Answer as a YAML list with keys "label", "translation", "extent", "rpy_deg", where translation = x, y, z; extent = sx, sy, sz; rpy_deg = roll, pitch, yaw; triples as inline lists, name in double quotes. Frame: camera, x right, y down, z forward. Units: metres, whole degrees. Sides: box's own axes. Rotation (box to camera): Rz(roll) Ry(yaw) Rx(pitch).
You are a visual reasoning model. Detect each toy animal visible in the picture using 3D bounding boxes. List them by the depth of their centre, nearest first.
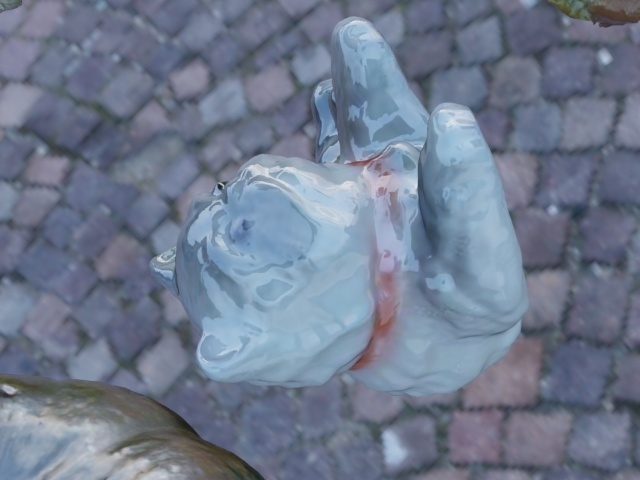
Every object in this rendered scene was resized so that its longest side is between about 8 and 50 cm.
- label: "toy animal"
  translation: [0.000, 0.000, 1.122]
  extent: [0.188, 0.266, 0.308]
  rpy_deg: [-38, 42, -2]

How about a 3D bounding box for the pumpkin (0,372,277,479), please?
- label: "pumpkin"
  translation: [-0.120, 0.138, 0.627]
  extent: [0.260, 0.189, 0.260]
  rpy_deg: [0, 27, 0]

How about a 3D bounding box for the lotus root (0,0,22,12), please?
- label: "lotus root"
  translation: [-0.127, -0.242, 0.949]
  extent: [0.146, 0.130, 0.303]
  rpy_deg: [-16, 53, 51]

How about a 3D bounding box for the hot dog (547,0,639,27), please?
- label: "hot dog"
  translation: [0.244, -0.219, 1.455]
  extent: [0.213, 0.103, 0.146]
  rpy_deg: [-3, 23, 4]
